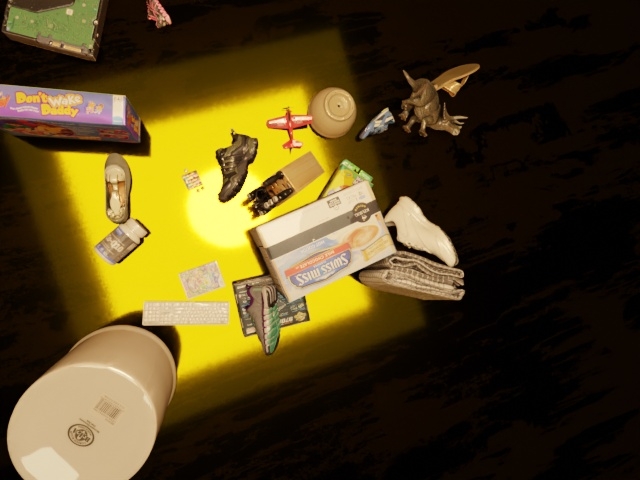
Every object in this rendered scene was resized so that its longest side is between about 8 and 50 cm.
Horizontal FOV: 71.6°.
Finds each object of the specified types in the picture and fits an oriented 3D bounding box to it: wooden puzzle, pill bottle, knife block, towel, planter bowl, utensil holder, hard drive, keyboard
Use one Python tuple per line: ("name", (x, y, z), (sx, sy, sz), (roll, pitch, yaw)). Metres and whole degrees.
("wooden puzzle", (-0.399, -0.187, 1.381), (0.049, 0.006, 0.083), (-25, 96, -12))
("pill bottle", (-0.583, 0.001, 1.302), (0.137, 0.078, 0.078), (-45, 99, -10))
("knife block", (-0.094, -0.178, 1.333), (0.276, 0.242, 0.088), (-36, 99, -11))
("towel", (0.292, 0.111, 1.432), (0.284, 0.235, 0.121), (13, 80, -14))
("planter bowl", (0.048, -0.424, 1.434), (0.162, 0.109, 0.161), (0, 89, -14))
("utensil holder", (-0.561, 0.418, 1.152), (0.328, 0.385, 0.327), (0, 91, -13))
("hard drive", (-0.738, -0.713, 1.270), (0.237, 0.064, 0.338), (10, 87, -13))
("keyboard", (-0.414, 0.225, 1.376), (0.256, 0.014, 0.072), (2, 90, -14))

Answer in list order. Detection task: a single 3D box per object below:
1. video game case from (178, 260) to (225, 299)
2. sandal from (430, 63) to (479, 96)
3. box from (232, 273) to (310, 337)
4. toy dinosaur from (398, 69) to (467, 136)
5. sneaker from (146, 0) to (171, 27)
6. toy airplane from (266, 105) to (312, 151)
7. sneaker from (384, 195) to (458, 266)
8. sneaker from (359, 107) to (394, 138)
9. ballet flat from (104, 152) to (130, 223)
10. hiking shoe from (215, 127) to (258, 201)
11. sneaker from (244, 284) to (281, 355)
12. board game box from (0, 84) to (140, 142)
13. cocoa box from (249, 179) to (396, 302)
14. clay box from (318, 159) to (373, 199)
("video game case", (-0.370, 0.123, 1.387), (0.122, 0.011, 0.087), (-20, 94, -13))
("sandal", (0.446, -0.539, 1.558), (0.240, 0.088, 0.079), (-24, 127, -5))
("box", (-0.156, 0.196, 1.417), (0.220, 0.051, 0.175), (-13, 93, -13))
("toy dinosaur", (0.343, -0.456, 1.483), (0.160, 0.121, 0.313), (-49, 121, -9))
("sneaker", (-0.505, -0.697, 1.339), (0.057, 0.047, 0.119), (-34, 97, 1))
("toy airplane", (-0.094, -0.361, 1.439), (0.151, 0.028, 0.151), (0, 90, 0))
("sneaker", (0.334, -0.012, 1.472), (0.129, 0.111, 0.297), (-43, 61, 4))
("sneaker", (0.192, -0.384, 1.497), (0.144, 0.053, 0.059), (-42, 101, -9))
("ballet flat", (-0.598, -0.155, 1.303), (0.072, 0.068, 0.213), (-3, 91, -13))
("hiking shoe", (-0.280, -0.232, 1.381), (0.114, 0.086, 0.226), (24, 79, 1))
("sneaker", (-0.181, 0.240, 1.361), (0.098, 0.083, 0.223), (4, 101, 22))
("board game box", (-0.688, -0.335, 1.197), (0.347, 0.233, 0.078), (1, 90, -14))
("cocoa box", (0.000, 0.000, 1.309), (0.347, 0.231, 0.227), (-24, 96, -11))
("clay box", (0.079, -0.150, 1.470), (0.127, 0.053, 0.222), (32, 84, -12))
